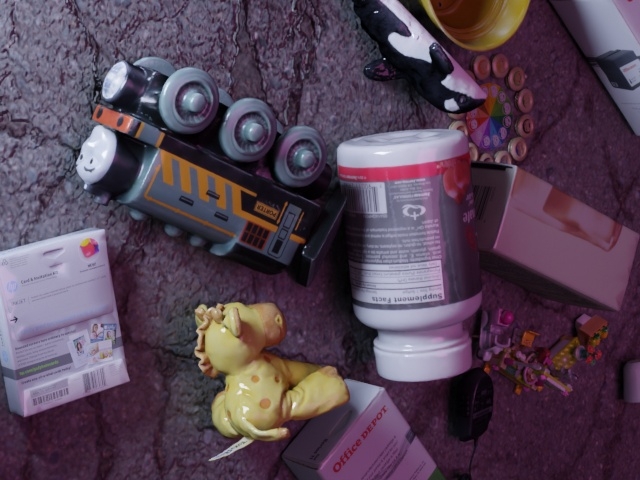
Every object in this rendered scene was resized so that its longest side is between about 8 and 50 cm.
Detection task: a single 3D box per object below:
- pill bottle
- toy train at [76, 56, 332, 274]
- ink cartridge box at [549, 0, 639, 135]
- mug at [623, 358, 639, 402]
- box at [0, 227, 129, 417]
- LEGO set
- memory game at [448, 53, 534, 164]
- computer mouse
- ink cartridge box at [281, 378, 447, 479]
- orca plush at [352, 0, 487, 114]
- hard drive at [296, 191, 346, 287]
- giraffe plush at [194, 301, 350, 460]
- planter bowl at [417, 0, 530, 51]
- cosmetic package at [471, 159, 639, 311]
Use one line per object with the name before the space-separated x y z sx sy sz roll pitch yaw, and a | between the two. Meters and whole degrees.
pill bottle | 0.123 0.019 1.854 0.176 0.176 0.319 -15 104 -38
toy train | -0.133 -0.088 1.664 0.334 0.142 0.190 24 88 -38
ink cartridge box | 0.523 -0.345 2.180 0.307 0.129 0.223 49 65 -32
mug | 0.523 0.229 2.293 0.062 0.078 0.064 -10 92 -6
box | -0.301 0.092 1.598 0.145 0.038 0.186 -18 106 -38
LEGO set | 0.360 0.176 2.110 0.287 0.107 0.132 6 91 -40
memory game | 0.253 -0.184 2.048 0.186 0.012 0.186 -5 98 -39
computer mouse | 0.215 0.303 2.054 0.071 0.041 0.242 -6 104 -56
ink cartridge box | 0.064 0.312 1.890 0.153 0.087 0.208 -48 122 -25
orca plush | 0.096 -0.253 1.857 0.102 0.151 0.287 -43 128 8
hard drive | 0.000 0.000 1.789 0.022 0.135 0.094 26 73 5
giraffe plush | -0.087 0.150 1.706 0.210 0.181 0.170 -27 100 -53
planter bowl | 0.189 -0.369 1.926 0.217 0.090 0.217 -5 97 -40
cosmetic package | 0.309 -0.006 2.023 0.296 0.153 0.129 25 79 -40
